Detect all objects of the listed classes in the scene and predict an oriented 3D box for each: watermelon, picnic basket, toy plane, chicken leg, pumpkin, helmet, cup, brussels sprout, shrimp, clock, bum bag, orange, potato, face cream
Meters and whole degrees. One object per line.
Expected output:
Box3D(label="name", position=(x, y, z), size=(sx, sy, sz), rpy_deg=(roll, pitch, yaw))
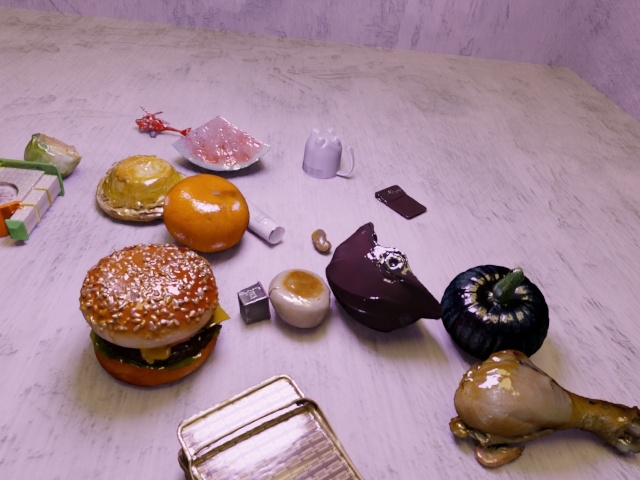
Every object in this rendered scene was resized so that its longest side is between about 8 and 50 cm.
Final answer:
Box3D(label="watermelon", position=(-0.312, -0.320, 1.620), size=(0.260, 0.176, 0.256), rpy_deg=(38, 51, 0))
Box3D(label="picnic basket", position=(-0.078, 0.393, 0.771), size=(0.227, 0.176, 0.313), rpy_deg=(-17, 45, -29))
Box3D(label="toy plane", position=(-0.573, -0.419, 1.760), size=(0.194, 0.077, 0.126), rpy_deg=(2, 42, -21))
Box3D(label="chicken leg", position=(0.476, 0.345, 0.984), size=(0.428, 0.153, 0.202), rpy_deg=(15, 46, -5))
Box3D(label="pumpkin", position=(0.409, 0.148, 1.117), size=(0.247, 0.248, 0.248), rpy_deg=(6, 39, -4))
Box3D(label="helmet", position=(0.127, 0.112, 1.139), size=(0.177, 0.225, 0.305), rpy_deg=(-33, 50, -6))
Box3D(label="cup", position=(0.021, -0.298, 1.670), size=(0.134, 0.142, 0.173), rpy_deg=(-17, 46, -30))
Box3D(label="brussels sprout", position=(-0.815, -0.244, 1.460), size=(0.149, 0.122, 0.151), rpy_deg=(40, 13, 26))
Box3D(label="shrimp", position=(0.353, 0.413, 0.955), size=(0.108, 0.023, 0.059), rpy_deg=(-8, 33, -21))
Box3D(label="clock", position=(-0.853, -0.107, 1.289), size=(0.219, 0.106, 0.255), rpy_deg=(5, 39, -5))
Box3D(label="bum bag", position=(0.268, -0.131, 1.606), size=(0.109, 0.026, 0.159), rpy_deg=(-24, 49, -35))
Box3D(label="orange", position=(-0.306, -0.070, 1.301), size=(0.239, 0.171, 0.240), rpy_deg=(12, 38, -9))
Box3D(label="potato", position=(0.000, 0.000, 1.376), size=(0.046, 0.045, 0.092), rpy_deg=(27, 26, -41))
Box3D(label="face cream", position=(-0.197, -0.067, 1.416), size=(0.092, 0.058, 0.243), rpy_deg=(-28, 45, -31))

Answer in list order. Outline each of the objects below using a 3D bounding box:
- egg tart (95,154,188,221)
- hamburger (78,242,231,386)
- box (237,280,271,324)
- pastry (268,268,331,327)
Box3D(label="egg tart", position=(-0.520, -0.170, 1.427), size=(0.294, 0.116, 0.295), rpy_deg=(7, 37, -5))
Box3D(label="hamburger", position=(-0.341, 0.140, 0.995), size=(0.290, 0.225, 0.291), rpy_deg=(8, 37, -6))
Box3D(label="box", position=(-0.157, 0.150, 1.132), size=(0.063, 0.085, 0.060), rpy_deg=(-21, 48, -21))
Box3D(label="pastry", position=(-0.050, 0.137, 1.147), size=(0.156, 0.092, 0.156), rpy_deg=(16, 28, -9))
